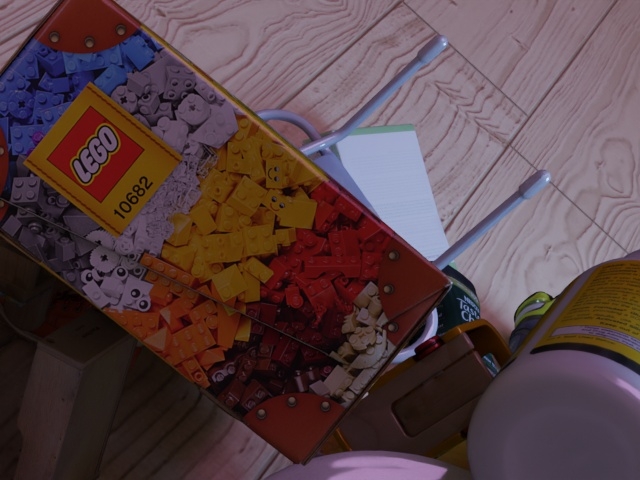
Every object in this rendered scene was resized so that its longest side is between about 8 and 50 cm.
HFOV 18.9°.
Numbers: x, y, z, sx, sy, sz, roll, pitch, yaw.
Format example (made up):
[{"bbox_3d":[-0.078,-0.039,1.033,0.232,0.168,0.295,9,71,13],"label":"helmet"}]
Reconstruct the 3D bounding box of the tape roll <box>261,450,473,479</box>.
[{"bbox_3d":[0.066,0.353,1.564,0.392,0.072,0.392,9,50,-11],"label":"tape roll"}]

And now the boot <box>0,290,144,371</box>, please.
[{"bbox_3d":[-0.228,0.064,1.735,0.158,0.084,0.059,38,31,-5],"label":"boot"}]

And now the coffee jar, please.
[{"bbox_3d":[0.141,0.111,2.113,0.096,0.079,0.184,36,29,-37],"label":"coffee jar"}]

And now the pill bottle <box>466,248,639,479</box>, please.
[{"bbox_3d":[0.268,0.127,1.690,0.188,0.188,0.334,44,33,3],"label":"pill bottle"}]

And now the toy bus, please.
[{"bbox_3d":[0.097,0.158,1.780,0.202,0.191,0.104,15,11,24],"label":"toy bus"}]

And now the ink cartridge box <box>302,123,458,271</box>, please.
[{"bbox_3d":[0.078,-0.018,2.245,0.171,0.056,0.235,-9,81,-54],"label":"ink cartridge box"}]

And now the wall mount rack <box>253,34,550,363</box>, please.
[{"bbox_3d":[0.057,-0.055,2.071,0.304,0.130,0.350,-26,66,-19],"label":"wall mount rack"}]

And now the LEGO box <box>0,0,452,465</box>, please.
[{"bbox_3d":[-0.115,-0.035,1.684,0.372,0.193,0.500,39,2,-8],"label":"LEGO box"}]

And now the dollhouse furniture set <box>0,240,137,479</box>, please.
[{"bbox_3d":[-0.293,0.102,1.598,0.242,0.161,0.212,26,26,16],"label":"dollhouse furniture set"}]

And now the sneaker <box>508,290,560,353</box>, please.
[{"bbox_3d":[0.330,0.196,2.236,0.300,0.111,0.121,39,39,4],"label":"sneaker"}]

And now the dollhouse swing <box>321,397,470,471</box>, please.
[{"bbox_3d":[0.216,0.269,1.779,0.315,0.305,0.347,22,36,-33],"label":"dollhouse swing"}]
